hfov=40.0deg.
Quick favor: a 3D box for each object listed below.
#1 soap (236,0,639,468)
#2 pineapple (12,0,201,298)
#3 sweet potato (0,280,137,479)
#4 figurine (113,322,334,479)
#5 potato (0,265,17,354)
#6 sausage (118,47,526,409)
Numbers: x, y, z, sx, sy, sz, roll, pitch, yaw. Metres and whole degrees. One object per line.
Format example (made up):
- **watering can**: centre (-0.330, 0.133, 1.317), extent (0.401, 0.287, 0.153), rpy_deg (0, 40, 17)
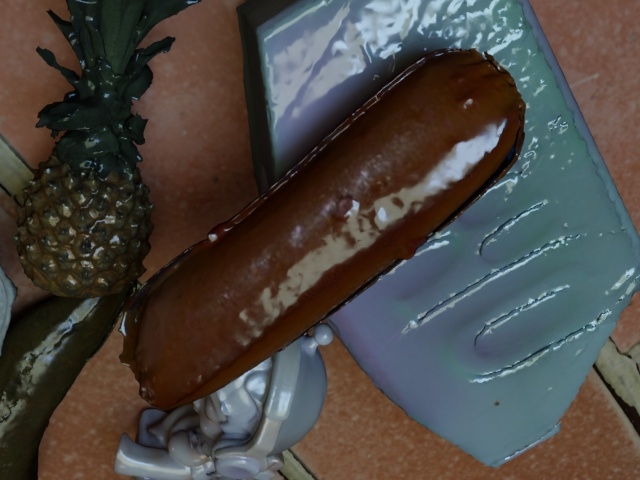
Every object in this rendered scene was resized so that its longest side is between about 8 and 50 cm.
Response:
- **soap**: centre (0.101, -0.029, 0.740), extent (0.261, 0.156, 0.446), rpy_deg (-31, 116, 5)
- **pineapple**: centre (-0.165, -0.094, 0.688), extent (0.130, 0.119, 0.277), rpy_deg (2, 118, -25)
- **sweet potato**: centre (-0.263, 0.134, 0.801), extent (0.112, 0.085, 0.286), rpy_deg (21, 100, -53)
- **figurine**: centre (-0.080, 0.145, 0.789), extent (0.141, 0.162, 0.237), rpy_deg (24, 127, -23)
- **potato**: centre (-0.392, 0.032, 0.678), extent (0.246, 0.196, 0.300), rpy_deg (-33, 144, -21)
- **sausage**: centre (0.000, 0.000, 0.600), extent (0.330, 0.102, 0.102), rpy_deg (-38, 114, 11)
